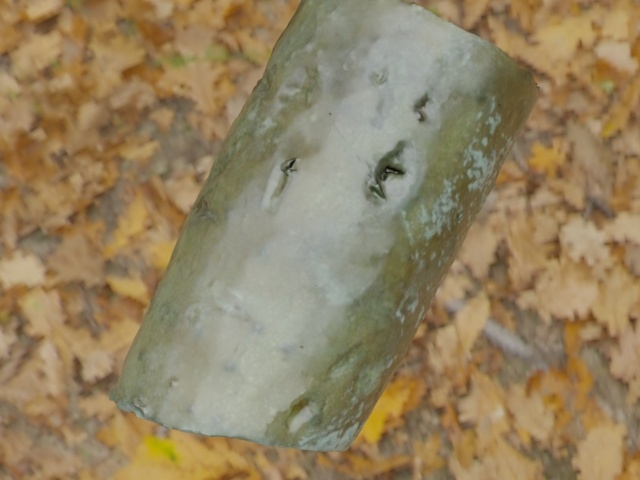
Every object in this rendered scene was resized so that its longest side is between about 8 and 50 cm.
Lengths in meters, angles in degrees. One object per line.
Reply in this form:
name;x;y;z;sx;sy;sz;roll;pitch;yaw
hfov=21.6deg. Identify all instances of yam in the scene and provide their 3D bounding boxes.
yam;0.000;0.000;0.683;0.107;0.107;0.194;24;84;28
